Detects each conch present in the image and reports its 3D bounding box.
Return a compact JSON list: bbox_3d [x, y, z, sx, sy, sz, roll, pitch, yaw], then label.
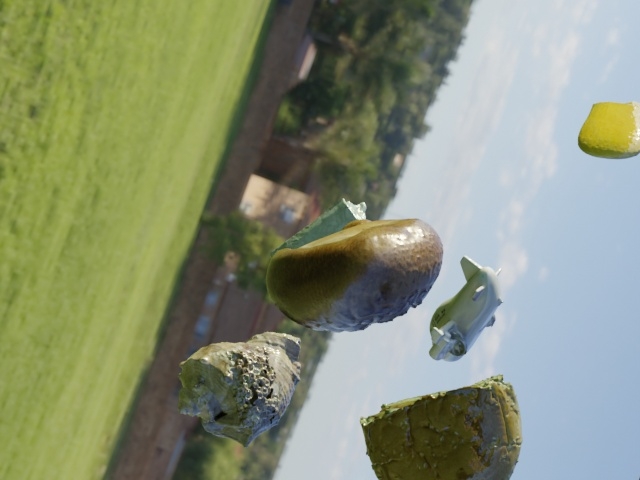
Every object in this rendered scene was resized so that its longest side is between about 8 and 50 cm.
[{"bbox_3d":[-0.122,0.240,1.867,0.245,0.163,0.178,-29,130,-30],"label":"conch"}]

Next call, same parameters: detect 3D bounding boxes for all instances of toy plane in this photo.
[{"bbox_3d":[0.300,0.151,2.344,0.252,0.118,0.252,-48,162,-21],"label":"toy plane"}]

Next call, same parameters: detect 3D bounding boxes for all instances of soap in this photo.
[{"bbox_3d":[0.399,-0.158,1.526,0.168,0.089,0.033,-63,158,-49],"label":"soap"}]

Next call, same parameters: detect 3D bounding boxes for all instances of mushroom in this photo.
[{"bbox_3d":[0.051,0.048,1.577,0.253,0.253,0.153,105,-31,-86],"label":"mushroom"}]

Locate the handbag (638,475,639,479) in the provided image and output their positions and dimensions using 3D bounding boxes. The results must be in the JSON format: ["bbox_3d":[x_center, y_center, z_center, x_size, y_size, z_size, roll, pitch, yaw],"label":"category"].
[{"bbox_3d":[0.380,0.400,1.332,0.315,0.109,0.241,-26,128,-88],"label":"handbag"}]

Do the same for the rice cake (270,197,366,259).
[{"bbox_3d":[0.000,0.000,2.108,0.206,0.069,0.063,-35,149,12],"label":"rice cake"}]

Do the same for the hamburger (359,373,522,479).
[{"bbox_3d":[0.218,0.368,1.996,0.132,0.309,0.211,-12,83,-68],"label":"hamburger"}]
